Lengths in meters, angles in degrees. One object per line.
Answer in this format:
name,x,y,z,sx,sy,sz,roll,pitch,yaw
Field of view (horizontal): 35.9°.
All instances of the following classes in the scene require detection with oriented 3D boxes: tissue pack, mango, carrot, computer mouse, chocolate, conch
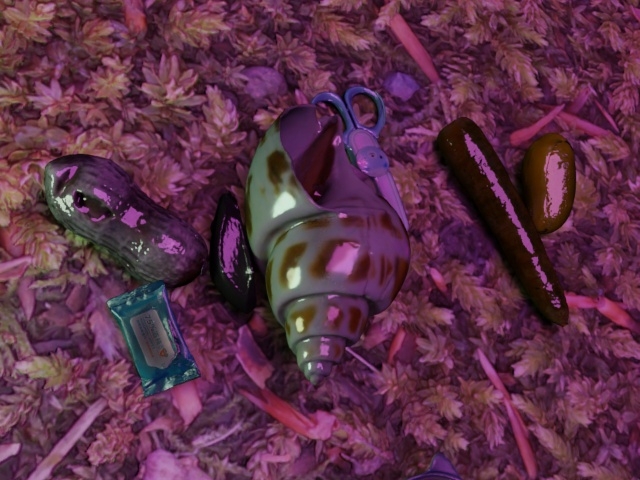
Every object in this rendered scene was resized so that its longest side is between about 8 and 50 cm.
tissue pack,-0.217,0.127,1.286,0.085,0.028,0.138,-22,91,10
mango,0.355,-0.089,1.561,0.091,0.074,0.165,16,79,-20
carrot,0.289,-0.028,1.516,0.074,0.074,0.358,-26,82,-25
computer mouse,-0.126,0.018,1.339,0.057,0.099,0.172,-11,79,-8
chocolate,-0.257,-0.025,1.304,0.248,0.110,0.110,41,63,-5
conch,0.000,-0.001,1.309,0.249,0.197,0.368,36,25,-38

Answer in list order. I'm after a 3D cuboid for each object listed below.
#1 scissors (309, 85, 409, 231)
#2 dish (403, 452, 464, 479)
scissors,0.074,-0.117,1.492,0.125,0.030,0.256,-16,74,-25
dish,0.136,0.400,1.296,0.237,0.086,0.227,0,70,-19
